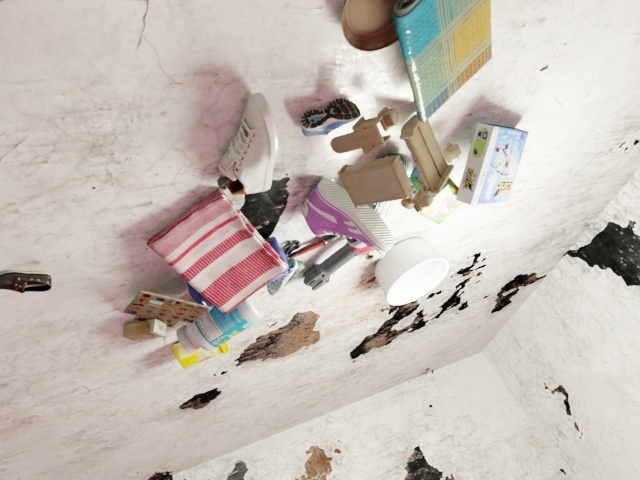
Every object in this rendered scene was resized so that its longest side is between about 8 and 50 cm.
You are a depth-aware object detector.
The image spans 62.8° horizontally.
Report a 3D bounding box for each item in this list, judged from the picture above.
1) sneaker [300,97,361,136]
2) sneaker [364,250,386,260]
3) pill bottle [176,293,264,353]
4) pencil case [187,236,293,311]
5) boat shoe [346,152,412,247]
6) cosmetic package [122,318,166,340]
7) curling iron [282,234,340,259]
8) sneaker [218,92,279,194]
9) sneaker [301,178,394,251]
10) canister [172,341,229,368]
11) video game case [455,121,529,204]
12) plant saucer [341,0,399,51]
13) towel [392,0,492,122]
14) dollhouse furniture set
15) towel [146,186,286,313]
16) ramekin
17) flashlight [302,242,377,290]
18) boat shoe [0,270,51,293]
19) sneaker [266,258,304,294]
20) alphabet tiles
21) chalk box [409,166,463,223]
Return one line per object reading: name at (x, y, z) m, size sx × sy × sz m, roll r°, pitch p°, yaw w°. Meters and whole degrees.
sneaker at (0.022, -0.299, 1.296) m, size 0.162 × 0.063 × 0.073 m, roll -18°, pitch 164°, yaw -14°
sneaker at (0.201, 0.020, 1.861) m, size 0.075 × 0.057 × 0.161 m, roll -21°, pitch 150°, yaw -25°
pill bottle at (-0.323, 0.251, 1.666) m, size 0.264 × 0.146 × 0.146 m, roll -32°, pitch 148°, yaw 3°
pencil case at (-0.238, 0.103, 1.555) m, size 0.306 × 0.119 × 0.133 m, roll -25°, pitch 129°, yaw -7°
boat shoe at (0.145, -0.126, 1.584) m, size 0.119 × 0.121 × 0.335 m, roll 8°, pitch 121°, yaw -35°
cosmetic package at (-0.530, 0.270, 1.579) m, size 0.115 × 0.041 × 0.060 m, roll -12°, pitch 151°, yaw 19°
curling iron at (0.000, 0.000, 1.690) m, size 0.274 × 0.035 × 0.068 m, roll -18°, pitch 146°, yaw -19°
sneaker at (-0.171, -0.203, 1.207) m, size 0.123 × 0.106 × 0.290 m, roll -19°, pitch 147°, yaw -22°
sneaker at (0.072, -0.042, 1.529) m, size 0.161 × 0.282 × 0.102 m, roll -48°, pitch -175°, yaw 37°
canister at (-0.414, 0.373, 1.826) m, size 0.169 × 0.073 × 0.126 m, roll -22°, pitch 147°, yaw -12°
video game case at (0.551, -0.239, 1.665) m, size 0.269 × 0.061 × 0.244 m, roll -8°, pitch 117°, yaw -46°
plant saucer at (0.125, -0.499, 1.112) m, size 0.198 × 0.036 × 0.199 m, roll -22°, pitch 147°, yaw -15°
towel at (0.299, -0.479, 1.231) m, size 0.271 × 0.040 × 0.370 m, roll -43°, pitch 150°, yaw -4°
dollhouse furniture set at (0.208, -0.259, 1.442) m, size 0.355 × 0.173 × 0.303 m, roll -52°, pitch 123°, yaw -39°
towel at (-0.266, 0.043, 1.411) m, size 0.237 × 0.037 × 0.329 m, roll -36°, pitch 126°, yaw 2°
ramekin at (0.344, 0.115, 2.036) m, size 0.277 × 0.135 × 0.277 m, roll -22°, pitch 146°, yaw -15°
flashlight at (0.079, 0.055, 1.783) m, size 0.304 × 0.103 × 0.103 m, roll -39°, pitch 121°, yaw 19°
boat shoe at (-0.710, 0.101, 1.243) m, size 0.133 × 0.042 × 0.049 m, roll 2°, pitch 138°, yaw -38°
sneaker at (-0.113, 0.125, 1.747) m, size 0.076 × 0.065 × 0.166 m, roll 8°, pitch 133°, yaw -50°
alphabet tiles at (-0.452, 0.206, 1.515) m, size 0.198 × 0.009 × 0.237 m, roll 18°, pitch 148°, yaw -26°
chalk box at (0.347, -0.161, 1.664) m, size 0.132 × 0.132 × 0.213 m, roll -43°, pitch 147°, yaw 19°
